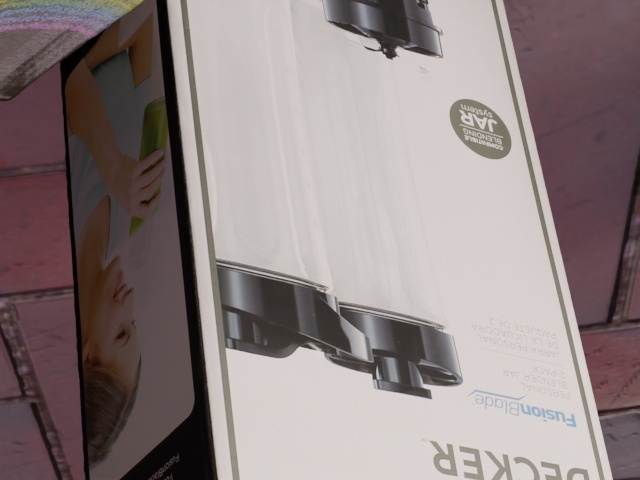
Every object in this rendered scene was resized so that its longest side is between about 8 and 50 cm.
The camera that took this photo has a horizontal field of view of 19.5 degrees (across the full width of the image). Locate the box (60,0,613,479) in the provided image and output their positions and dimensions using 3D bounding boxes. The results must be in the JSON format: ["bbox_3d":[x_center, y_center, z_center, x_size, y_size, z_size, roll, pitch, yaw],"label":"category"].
[{"bbox_3d":[0.000,0.000,0.684,0.169,0.290,0.087,15,142,-30],"label":"box"}]

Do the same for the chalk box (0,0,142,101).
[{"bbox_3d":[-0.088,-0.150,0.546,0.213,0.132,0.132,-32,163,30],"label":"chalk box"}]
